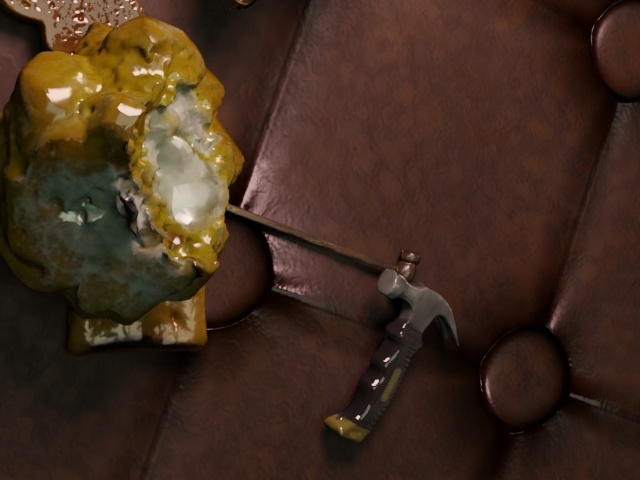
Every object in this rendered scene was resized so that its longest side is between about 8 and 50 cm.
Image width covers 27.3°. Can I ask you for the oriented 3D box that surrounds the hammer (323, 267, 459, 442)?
[{"bbox_3d":[0.090,0.162,1.734,0.159,0.041,0.226,33,86,-38],"label":"hammer"}]

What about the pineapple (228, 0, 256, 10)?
[{"bbox_3d":[-0.090,-0.444,1.493,0.262,0.262,0.272,-47,111,-15],"label":"pineapple"}]

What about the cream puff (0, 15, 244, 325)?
[{"bbox_3d":[-0.239,-0.083,1.475,0.274,0.270,0.323,-9,121,14],"label":"cream puff"}]

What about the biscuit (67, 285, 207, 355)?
[{"bbox_3d":[-0.215,0.050,1.594,0.174,0.039,0.183,4,93,-24],"label":"biscuit"}]

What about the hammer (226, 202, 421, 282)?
[{"bbox_3d":[0.000,0.000,1.700,0.292,0.029,0.058,21,84,-24],"label":"hammer"}]

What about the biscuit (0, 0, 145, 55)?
[{"bbox_3d":[-0.309,-0.336,1.509,0.320,0.047,0.183,46,73,-22],"label":"biscuit"}]
